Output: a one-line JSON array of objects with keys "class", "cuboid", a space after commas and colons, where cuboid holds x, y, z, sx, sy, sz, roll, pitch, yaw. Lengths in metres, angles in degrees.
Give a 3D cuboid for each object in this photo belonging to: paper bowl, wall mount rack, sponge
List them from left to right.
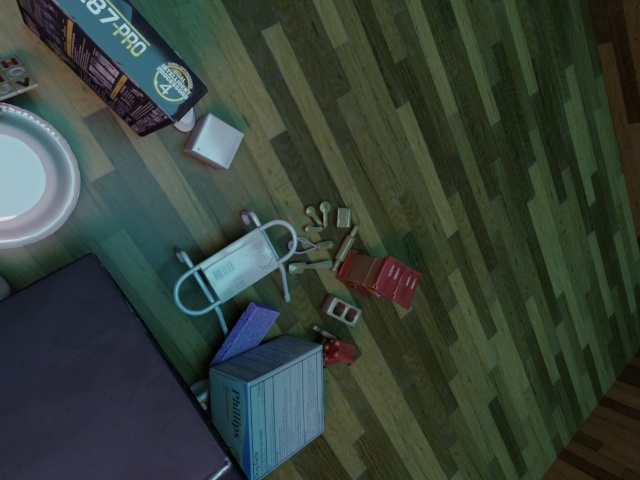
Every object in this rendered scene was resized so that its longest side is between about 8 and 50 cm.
[{"class": "paper bowl", "cuboid": [-0.626, -0.124, 0.868, 0.284, 0.148, 0.284, -4, 98, -31]}, {"class": "wall mount rack", "cuboid": [-0.205, 0.101, 1.165, 0.350, 0.130, 0.304, -33, 108, -23]}, {"class": "sponge", "cuboid": [-0.202, 0.263, 1.189, 0.210, 0.031, 0.117, -56, 150, 0]}]

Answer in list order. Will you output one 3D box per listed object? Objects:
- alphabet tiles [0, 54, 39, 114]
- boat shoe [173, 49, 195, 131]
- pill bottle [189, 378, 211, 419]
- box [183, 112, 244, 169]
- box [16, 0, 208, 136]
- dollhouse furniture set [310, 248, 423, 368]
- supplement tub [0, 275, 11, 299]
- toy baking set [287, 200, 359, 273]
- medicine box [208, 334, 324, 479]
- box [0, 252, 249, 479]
[{"class": "alphabet tiles", "cuboid": [-0.659, -0.272, 0.819, 0.237, 0.198, 0.009, -34, 153, -24]}, {"class": "boat shoe", "cuboid": [-0.333, -0.353, 1.054, 0.066, 0.063, 0.184, -11, 102, -29]}, {"class": "pill bottle", "cuboid": [-0.292, 0.451, 1.180, 0.086, 0.086, 0.152, -31, 112, -23]}, {"class": "box", "cuboid": [-0.263, -0.241, 1.097, 0.102, 0.087, 0.101, 27, 83, -30]}, {"class": "box", "cuboid": [-0.398, -0.346, 0.826, 0.318, 0.395, 0.097, 45, 76, -26]}, {"class": "dollhouse furniture set", "cuboid": [0.117, 0.221, 1.321, 0.152, 0.201, 0.374, 31, 80, -30]}, {"class": "supplement tub", "cuboid": [-0.736, 0.163, 0.816, 0.191, 0.191, 0.272, 35, 79, -29]}, {"class": "toy baking set", "cuboid": [0.006, 0.002, 1.328, 0.197, 0.030, 0.256, 29, 82, -27]}, {"class": "medicine box", "cuboid": [-0.132, 0.427, 1.182, 0.289, 0.149, 0.263, -12, 104, -50]}, {"class": "box", "cuboid": [-0.358, 0.369, 0.802, 0.297, 0.480, 0.472, -35, 147, -22]}]
